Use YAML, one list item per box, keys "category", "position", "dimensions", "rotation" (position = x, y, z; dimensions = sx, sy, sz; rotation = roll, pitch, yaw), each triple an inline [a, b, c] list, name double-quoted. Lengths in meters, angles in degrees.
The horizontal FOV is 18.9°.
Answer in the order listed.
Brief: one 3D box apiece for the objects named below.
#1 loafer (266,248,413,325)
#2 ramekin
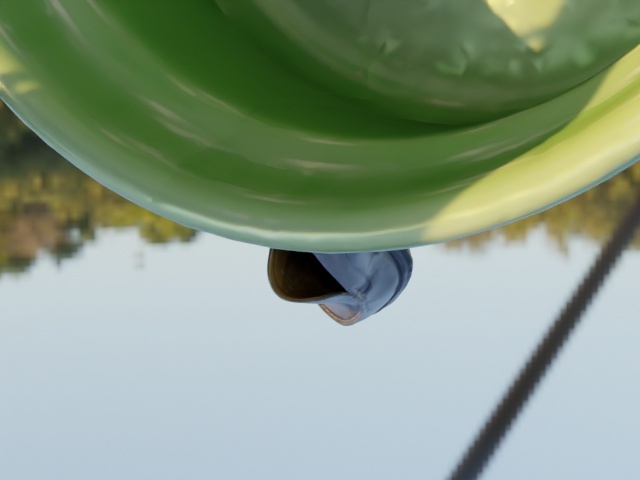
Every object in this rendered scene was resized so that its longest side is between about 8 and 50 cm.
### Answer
- category: "loafer"
  position: [0.000, 0.000, 0.810]
  dimensions: [0.062, 0.061, 0.170]
  rotation: [41, 163, 19]
- category: "ramekin"
  position: [0.032, -0.152, 0.564]
  dimensions: [0.303, 0.303, 0.148]
  rotation: [1, -176, 25]
